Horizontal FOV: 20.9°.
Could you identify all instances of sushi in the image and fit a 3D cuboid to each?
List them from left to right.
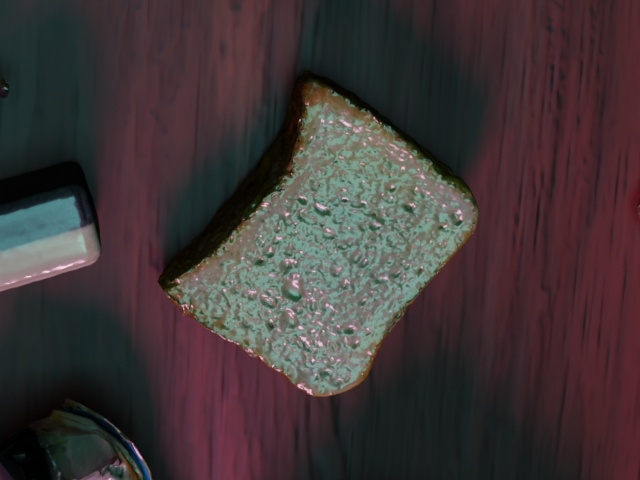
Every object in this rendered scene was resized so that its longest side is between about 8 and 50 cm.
[{"bbox_3d":[-0.158,0.248,1.370,0.109,0.134,0.273,-40,101,-27],"label":"sushi"}]

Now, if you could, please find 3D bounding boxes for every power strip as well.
[{"bbox_3d":[-0.292,0.012,1.291,0.256,0.105,0.070,-15,105,-4],"label":"power strip"}]

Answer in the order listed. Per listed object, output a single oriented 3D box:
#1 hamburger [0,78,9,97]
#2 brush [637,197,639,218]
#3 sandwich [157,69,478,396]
[{"bbox_3d":[-0.325,-0.100,1.275,0.176,0.087,0.102,-33,95,6],"label":"hamburger"},{"bbox_3d":[0.364,0.059,1.443,0.042,0.039,0.299,-45,107,2],"label":"brush"},{"bbox_3d":[0.000,0.000,1.355,0.186,0.065,0.215,37,96,-15],"label":"sandwich"}]
